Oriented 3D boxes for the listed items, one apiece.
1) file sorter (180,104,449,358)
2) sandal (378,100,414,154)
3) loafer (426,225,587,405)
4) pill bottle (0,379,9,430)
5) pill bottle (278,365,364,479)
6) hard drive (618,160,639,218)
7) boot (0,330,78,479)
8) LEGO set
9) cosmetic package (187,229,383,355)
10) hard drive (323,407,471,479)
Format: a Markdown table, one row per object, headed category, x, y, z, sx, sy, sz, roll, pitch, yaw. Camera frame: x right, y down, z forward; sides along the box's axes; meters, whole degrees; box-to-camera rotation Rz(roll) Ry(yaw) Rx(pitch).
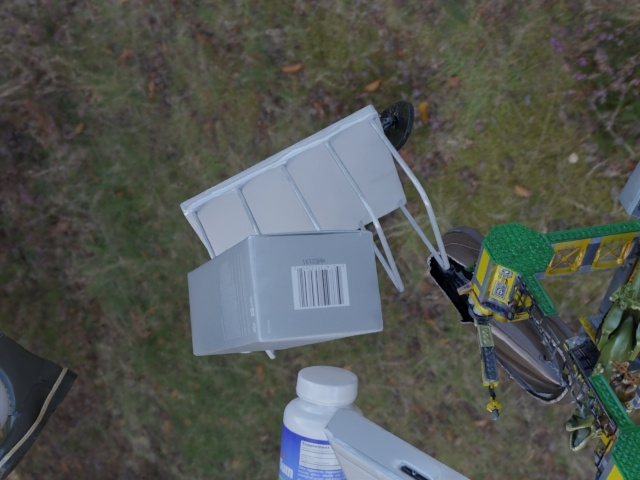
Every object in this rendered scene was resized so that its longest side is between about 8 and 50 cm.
| category | x | y | z | sx | sy | sz | roll | pitch | yaw |
| --- | --- | --- | --- | --- | --- | --- | --- | --- | --- |
| file sorter | 0.000 | 0.000 | 1.119 | 0.173 | 0.277 | 0.193 | 61 | 178 | 40 |
| sandal | 0.064 | -0.146 | 1.217 | 0.179 | 0.040 | 0.067 | -21 | 64 | 48 |
| loafer | 0.301 | 0.141 | 1.484 | 0.366 | 0.130 | 0.134 | 50 | 130 | 19 |
| pill bottle | -0.401 | 0.211 | 0.665 | 0.181 | 0.323 | 0.181 | 14 | 138 | 13 |
| pill bottle | 0.002 | 0.380 | 1.612 | 0.152 | 0.152 | 0.272 | 13 | 103 | 41 |
| hard drive | 0.434 | -0.100 | 1.118 | 0.022 | 0.094 | 0.135 | 26 | 108 | 3 |
| boot | -0.450 | 0.230 | 1.222 | 0.137 | 0.198 | 0.077 | 35 | 123 | -10 |
| LEGO set | 0.262 | 0.137 | 0.748 | 0.192 | 0.255 | 0.331 | 96 | 152 | -43 |
| cosmetic package | -0.045 | 0.059 | 0.869 | 0.238 | 0.127 | 0.107 | 163 | 103 | -65 |
| hard drive | 0.138 | 0.346 | 1.042 | 0.233 | 0.047 | 0.353 | 25 | 154 | 30 |
